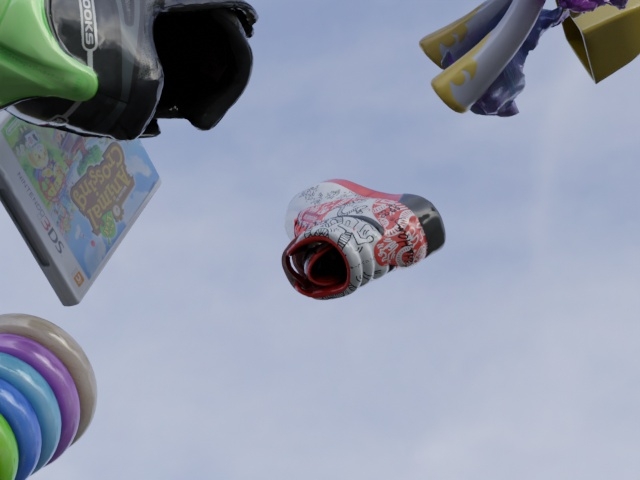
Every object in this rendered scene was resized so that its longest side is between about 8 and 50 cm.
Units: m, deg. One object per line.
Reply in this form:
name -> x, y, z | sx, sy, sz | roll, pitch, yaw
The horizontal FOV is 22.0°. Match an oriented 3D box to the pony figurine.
pony figurine -> 0.213, -0.289, 1.472 | 0.363, 0.351, 0.303 | -47, -18, 19

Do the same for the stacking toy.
stacking toy -> -0.299, 0.181, 1.355 | 0.141, 0.330, 0.141 | 4, -70, 11

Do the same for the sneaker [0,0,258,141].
sneaker -> -0.150, -0.176, 1.459 | 0.202, 0.483, 0.185 | 28, -65, 4

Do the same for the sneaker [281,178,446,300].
sneaker -> 0.000, -0.001, 1.798 | 0.270, 0.145, 0.090 | 6, -64, 54

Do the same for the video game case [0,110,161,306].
video game case -> -0.245, -0.074, 1.626 | 0.023, 0.212, 0.193 | -9, -57, 29

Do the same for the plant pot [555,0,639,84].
plant pot -> 0.300, -0.230, 1.708 | 0.083, 0.081, 0.081 | -25, -42, 1
